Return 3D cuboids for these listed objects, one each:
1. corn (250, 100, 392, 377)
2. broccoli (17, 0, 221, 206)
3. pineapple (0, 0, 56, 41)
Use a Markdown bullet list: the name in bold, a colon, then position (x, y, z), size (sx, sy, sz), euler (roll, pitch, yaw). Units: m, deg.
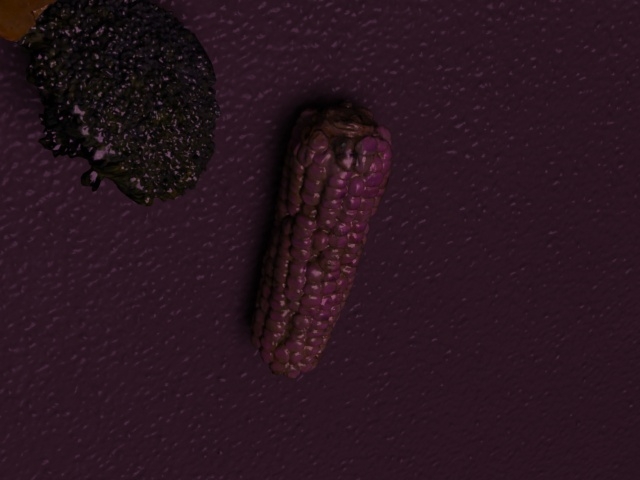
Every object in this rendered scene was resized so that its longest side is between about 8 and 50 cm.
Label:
- **corn**: position (0.000, 0.001, 1.834), size (0.127, 0.126, 0.335), euler (-4, 122, -29)
- **broccoli**: position (-0.207, -0.149, 1.585), size (0.226, 0.198, 0.176), euler (12, 152, -6)
- **pineapple**: position (-0.235, -0.285, 1.451), size (0.114, 0.186, 0.236), euler (32, 73, -27)
